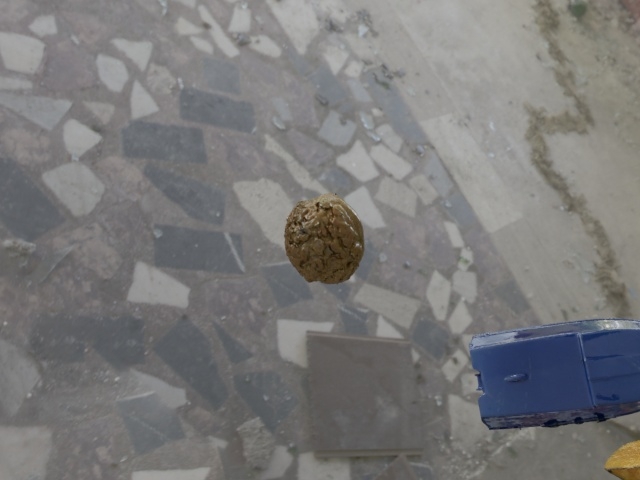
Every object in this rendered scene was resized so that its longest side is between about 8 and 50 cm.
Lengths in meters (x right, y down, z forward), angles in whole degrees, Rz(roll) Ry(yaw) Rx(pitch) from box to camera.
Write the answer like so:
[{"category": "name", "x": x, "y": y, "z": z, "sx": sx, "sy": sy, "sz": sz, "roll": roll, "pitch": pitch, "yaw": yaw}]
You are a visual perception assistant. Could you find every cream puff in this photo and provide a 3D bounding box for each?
[{"category": "cream puff", "x": 0.000, "y": 0.000, "z": 1.094, "sx": 0.115, "sy": 0.150, "sz": 0.165, "roll": -14, "pitch": 47, "yaw": -46}]

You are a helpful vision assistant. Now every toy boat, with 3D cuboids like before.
[{"category": "toy boat", "x": 0.348, "y": 0.167, "z": 0.810, "sx": 0.295, "sy": 0.088, "sz": 0.129, "roll": -10, "pitch": 77, "yaw": 10}]

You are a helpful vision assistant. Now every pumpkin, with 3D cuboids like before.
[{"category": "pumpkin", "x": 0.750, "y": 0.499, "z": 1.294, "sx": 0.111, "sy": 0.278, "sz": 0.163, "roll": -36, "pitch": 110, "yaw": -64}]
